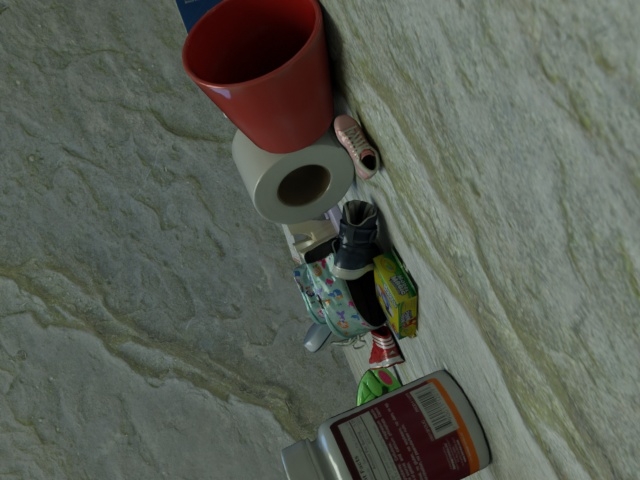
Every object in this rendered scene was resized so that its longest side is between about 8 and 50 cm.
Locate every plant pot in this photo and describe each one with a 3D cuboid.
[{"bbox_3d":[-0.097,-0.321,1.205,0.274,0.275,0.243,63,-178,34],"label":"plant pot"}]

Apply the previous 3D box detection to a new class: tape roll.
[{"bbox_3d":[-0.065,-0.179,1.405,0.246,0.246,0.169,76,169,-54],"label":"tape roll"}]

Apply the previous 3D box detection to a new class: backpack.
[{"bbox_3d":[0.064,0.124,1.557,0.253,0.191,0.225,62,-154,4],"label":"backpack"}]

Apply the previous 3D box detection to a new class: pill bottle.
[{"bbox_3d":[0.131,0.452,1.284,0.224,0.393,0.223,157,90,-84],"label":"pill bottle"}]

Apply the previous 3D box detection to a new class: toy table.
[{"bbox_3d":[0.000,0.000,1.862,0.252,0.161,0.274,140,106,-83],"label":"toy table"}]

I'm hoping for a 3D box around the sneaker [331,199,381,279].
[{"bbox_3d":[0.098,-0.014,1.376,0.226,0.086,0.163,-29,-51,-68],"label":"sneaker"}]

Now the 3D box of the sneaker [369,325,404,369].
[{"bbox_3d":[0.189,0.320,1.846,0.221,0.087,0.127,135,121,-70],"label":"sneaker"}]

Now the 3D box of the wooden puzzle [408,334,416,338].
[{"bbox_3d":[0.207,0.208,1.516,0.116,0.014,0.078,139,108,-84],"label":"wooden puzzle"}]

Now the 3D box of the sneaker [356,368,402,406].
[{"bbox_3d":[0.222,0.627,2.081,0.202,0.185,0.482,-136,25,-65],"label":"sneaker"}]

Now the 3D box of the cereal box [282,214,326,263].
[{"bbox_3d":[-0.046,-0.051,2.037,0.047,0.173,0.240,27,154,26],"label":"cereal box"}]

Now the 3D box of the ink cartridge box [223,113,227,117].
[{"bbox_3d":[-0.235,-0.495,1.871,0.283,0.207,0.117,-123,14,-60],"label":"ink cartridge box"}]

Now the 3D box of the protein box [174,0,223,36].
[{"bbox_3d":[-0.268,-0.640,1.570,0.136,0.200,0.201,-95,-10,-53],"label":"protein box"}]

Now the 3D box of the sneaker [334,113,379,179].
[{"bbox_3d":[0.073,-0.180,1.141,0.134,0.051,0.070,65,172,-4],"label":"sneaker"}]

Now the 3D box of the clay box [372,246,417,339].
[{"bbox_3d":[0.168,0.120,1.367,0.222,0.053,0.127,76,170,-56],"label":"clay box"}]

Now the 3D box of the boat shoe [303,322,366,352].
[{"bbox_3d":[0.077,0.250,1.765,0.156,0.136,0.367,43,-155,1],"label":"boat shoe"}]
